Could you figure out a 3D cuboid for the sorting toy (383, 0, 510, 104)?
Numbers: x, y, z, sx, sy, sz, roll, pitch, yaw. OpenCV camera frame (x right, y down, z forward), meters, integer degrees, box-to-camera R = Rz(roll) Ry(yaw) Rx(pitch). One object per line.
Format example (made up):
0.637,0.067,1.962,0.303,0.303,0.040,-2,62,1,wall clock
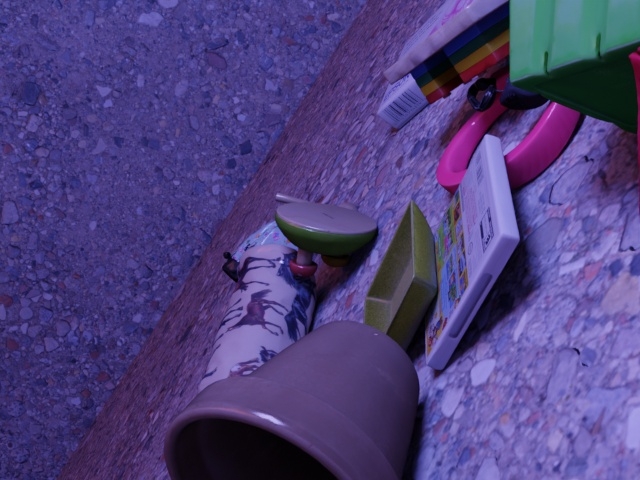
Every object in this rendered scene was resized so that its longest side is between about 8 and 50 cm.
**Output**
0.262,-0.314,1.181,0.255,0.089,0.257,-36,5,-22,sorting toy

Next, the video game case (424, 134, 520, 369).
0.176,0.010,0.960,0.227,0.026,0.206,-81,11,-55,video game case

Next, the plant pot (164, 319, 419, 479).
-0.001,0.213,0.870,0.263,0.263,0.229,-43,3,42,plant pot

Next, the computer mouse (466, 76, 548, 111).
0.246,-0.210,1.059,0.071,0.041,0.242,-61,15,-1,computer mouse

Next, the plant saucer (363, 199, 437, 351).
0.108,0.071,1.053,0.188,0.045,0.188,-82,12,-57,plant saucer

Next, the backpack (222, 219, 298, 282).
-0.103,0.039,1.704,0.182,0.152,0.115,-48,19,-11,backpack

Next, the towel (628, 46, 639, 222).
0.262,0.002,0.537,0.031,0.199,0.275,-10,34,13,towel

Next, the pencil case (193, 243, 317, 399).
-0.115,0.185,1.378,0.183,0.160,0.410,-29,29,32,pencil case

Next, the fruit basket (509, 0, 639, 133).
0.336,-0.309,0.694,0.392,0.282,0.392,-163,90,-73,fruit basket

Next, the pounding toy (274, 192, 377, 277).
0.000,0.000,1.437,0.237,0.182,0.110,-111,29,-72,pounding toy

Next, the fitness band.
0.261,-0.157,1.092,0.209,0.054,0.291,-64,15,-14,fitness band

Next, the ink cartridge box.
0.263,-0.428,1.588,0.324,0.071,0.330,-39,25,51,ink cartridge box
